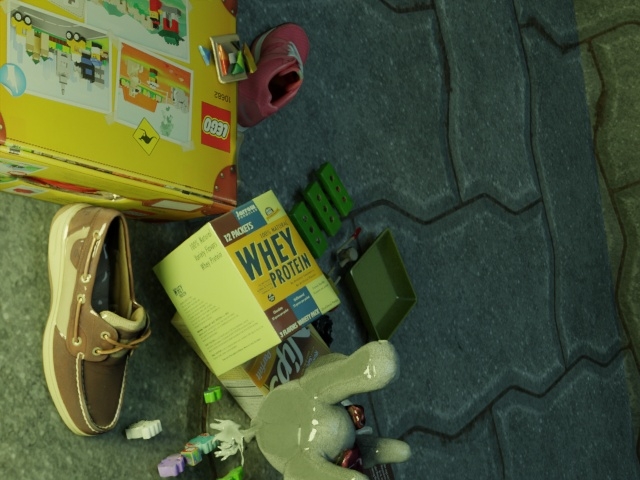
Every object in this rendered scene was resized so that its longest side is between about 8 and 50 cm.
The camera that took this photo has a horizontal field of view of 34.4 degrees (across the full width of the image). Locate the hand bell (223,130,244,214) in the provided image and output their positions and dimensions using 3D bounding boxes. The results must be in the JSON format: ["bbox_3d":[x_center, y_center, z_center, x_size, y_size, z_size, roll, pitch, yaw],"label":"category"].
[{"bbox_3d":[-0.150,-0.046,1.706,0.126,0.126,0.242,-7,77,-55],"label":"hand bell"}]

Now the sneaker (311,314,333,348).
[{"bbox_3d":[-0.020,0.136,1.927,0.058,0.084,0.152,-21,100,-54],"label":"sneaker"}]

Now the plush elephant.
[{"bbox_3d":[0.023,0.331,1.660,0.255,0.329,0.272,31,56,-50],"label":"plush elephant"}]

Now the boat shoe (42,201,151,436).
[{"bbox_3d":[-0.309,0.118,1.471,0.123,0.123,0.342,-6,99,-55],"label":"boat shoe"}]

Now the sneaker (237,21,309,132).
[{"bbox_3d":[-0.072,-0.302,1.901,0.116,0.136,0.314,60,40,-29],"label":"sneaker"}]

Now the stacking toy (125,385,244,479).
[{"bbox_3d":[-0.213,0.343,1.651,0.221,0.052,0.167,-23,104,-56],"label":"stacking toy"}]

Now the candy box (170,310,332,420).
[{"bbox_3d":[-0.107,0.176,1.794,0.316,0.087,0.183,55,45,-31],"label":"candy box"}]

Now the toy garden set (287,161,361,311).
[{"bbox_3d":[0.000,0.000,2.017,0.204,0.049,0.244,59,40,-25],"label":"toy garden set"}]

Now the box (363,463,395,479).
[{"bbox_3d":[-0.005,0.526,1.826,0.381,0.143,0.191,-31,109,-54],"label":"box"}]

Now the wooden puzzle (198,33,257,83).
[{"bbox_3d":[-0.137,-0.279,1.577,0.116,0.014,0.079,-36,112,-52],"label":"wooden puzzle"}]

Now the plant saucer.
[{"bbox_3d":[0.119,0.097,2.163,0.188,0.045,0.188,-46,121,-48],"label":"plant saucer"}]

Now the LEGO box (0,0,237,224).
[{"bbox_3d":[-0.344,-0.250,1.460,0.500,0.193,0.373,14,72,-53],"label":"LEGO box"}]

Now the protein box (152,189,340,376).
[{"bbox_3d":[-0.116,0.068,1.578,0.136,0.199,0.201,-30,88,-40],"label":"protein box"}]
